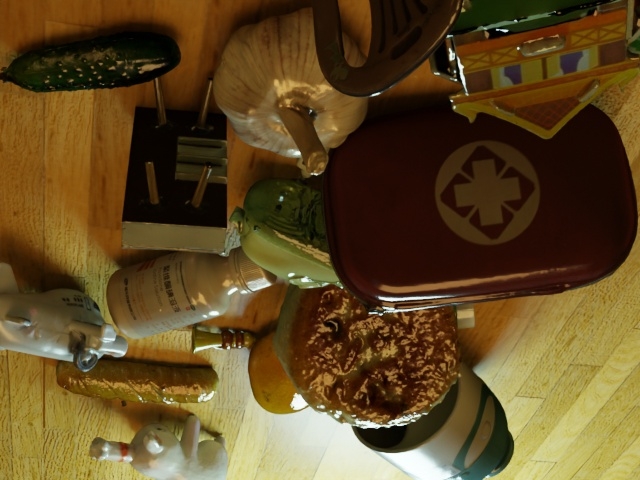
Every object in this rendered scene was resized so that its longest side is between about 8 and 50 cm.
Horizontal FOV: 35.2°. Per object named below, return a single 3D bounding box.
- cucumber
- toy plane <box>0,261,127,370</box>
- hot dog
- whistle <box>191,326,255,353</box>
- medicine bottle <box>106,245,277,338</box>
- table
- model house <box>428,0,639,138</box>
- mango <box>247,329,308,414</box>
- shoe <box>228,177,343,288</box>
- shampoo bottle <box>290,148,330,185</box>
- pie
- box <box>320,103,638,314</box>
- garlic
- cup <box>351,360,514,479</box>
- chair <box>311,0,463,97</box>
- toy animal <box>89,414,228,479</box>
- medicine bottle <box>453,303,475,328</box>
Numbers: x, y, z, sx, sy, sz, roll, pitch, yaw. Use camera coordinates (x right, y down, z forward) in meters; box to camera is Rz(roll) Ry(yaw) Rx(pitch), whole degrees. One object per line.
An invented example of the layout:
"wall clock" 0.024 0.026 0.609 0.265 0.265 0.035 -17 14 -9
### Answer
"cucumber" -0.280 -0.213 1.217 0.227 0.069 0.069 -5 141 10
"toy plane" -0.421 0.124 1.548 0.267 0.122 0.267 16 170 3
"hot dog" -0.322 0.248 1.781 0.286 0.061 0.087 2 129 -8
"whistle" -0.167 0.177 1.715 0.109 0.046 0.057 5 126 -18
"medicine bottle" -0.190 0.067 1.522 0.252 0.114 0.114 -16 139 16
"table" -0.171 -0.105 1.221 0.122 0.240 0.111 3 129 -9
"model house" 0.287 -0.274 1.103 0.358 0.242 0.313 -13 156 10
"mango" -0.060 0.235 1.741 0.141 0.102 0.217 7 141 -19
"shoe" 0.004 -0.004 1.410 0.262 0.140 0.128 24 152 -19
"shampoo bottle" -0.004 -0.121 1.367 0.049 0.034 0.141 7 142 -17
"pie" 0.073 0.145 1.533 0.315 0.092 0.315 3 102 13
"box" 0.203 -0.050 1.298 0.404 0.263 0.108 -8 172 -1
"garlic" -0.025 -0.145 1.188 0.199 0.226 0.199 -5 138 -5
"cup" 0.172 0.306 1.781 0.290 0.219 0.257 5 153 42
"chair" 0.005 -0.309 0.908 0.183 0.326 0.175 24 135 -32
"toy animal" -0.296 0.398 1.913 0.140 0.138 0.282 -33 125 21
"medicine bottle" 0.150 0.106 1.612 0.183 0.086 0.086 -6 141 3
